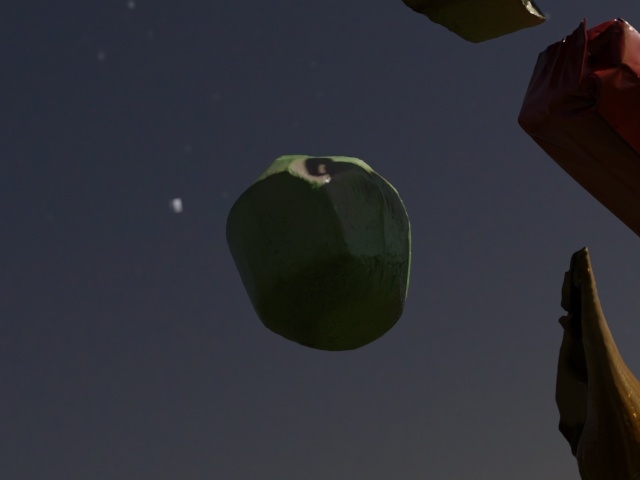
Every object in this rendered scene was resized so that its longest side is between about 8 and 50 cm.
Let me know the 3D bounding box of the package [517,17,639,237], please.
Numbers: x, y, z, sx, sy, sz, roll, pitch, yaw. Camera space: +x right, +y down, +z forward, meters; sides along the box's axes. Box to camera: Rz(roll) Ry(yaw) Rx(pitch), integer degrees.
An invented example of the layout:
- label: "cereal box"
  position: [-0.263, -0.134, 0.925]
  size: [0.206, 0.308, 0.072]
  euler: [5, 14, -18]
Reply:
- label: "package"
  position: [0.415, -0.080, 1.951]
  size: [0.123, 0.423, 0.196]
  euler: [-50, 6, -12]

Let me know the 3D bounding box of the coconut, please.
- label: "coconut"
  position: [0.000, 0.000, 2.565]
  size: [0.281, 0.328, 0.328]
  euler: [-31, -24, 19]

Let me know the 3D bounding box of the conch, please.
- label: "conch"
  position: [0.313, 0.163, 1.814]
  size: [0.093, 0.330, 0.109]
  euler: [-9, 11, -16]

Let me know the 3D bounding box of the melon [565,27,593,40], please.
- label: "melon"
  position: [0.424, -0.230, 2.539]
  size: [0.182, 0.182, 0.287]
  euler: [-16, 11, 17]

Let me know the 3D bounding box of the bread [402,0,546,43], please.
- label: "bread"
  position: [0.150, -0.339, 2.035]
  size: [0.266, 0.178, 0.142]
  euler: [26, -73, -34]
